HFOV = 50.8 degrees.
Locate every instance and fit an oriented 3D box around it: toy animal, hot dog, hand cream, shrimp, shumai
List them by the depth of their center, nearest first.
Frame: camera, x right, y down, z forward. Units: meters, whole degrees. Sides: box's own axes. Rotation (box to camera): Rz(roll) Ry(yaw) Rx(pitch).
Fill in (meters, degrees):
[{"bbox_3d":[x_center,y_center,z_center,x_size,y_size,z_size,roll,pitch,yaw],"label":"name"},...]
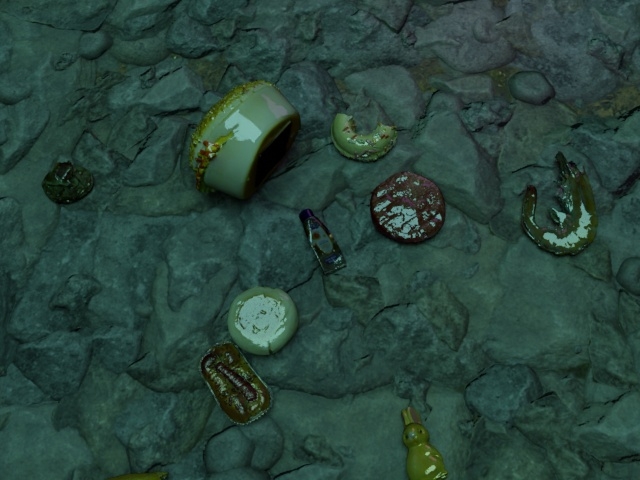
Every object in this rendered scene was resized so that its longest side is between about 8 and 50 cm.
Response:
[{"bbox_3d":[0.193,0.413,1.362,0.083,0.070,0.159,-18,62,-1],"label":"toy animal"},{"bbox_3d":[-0.184,0.304,1.439,0.108,0.059,0.191,-35,67,-15],"label":"hot dog"},{"bbox_3d":[0.541,-0.081,1.549,0.173,0.058,0.253,-13,68,8],"label":"shrimp"},{"bbox_3d":[0.000,0.000,1.562,0.062,0.039,0.163,-22,69,-22],"label":"hand cream"},{"bbox_3d":[-0.627,-0.150,1.644,0.124,0.087,0.099,-21,69,-3],"label":"shumai"}]

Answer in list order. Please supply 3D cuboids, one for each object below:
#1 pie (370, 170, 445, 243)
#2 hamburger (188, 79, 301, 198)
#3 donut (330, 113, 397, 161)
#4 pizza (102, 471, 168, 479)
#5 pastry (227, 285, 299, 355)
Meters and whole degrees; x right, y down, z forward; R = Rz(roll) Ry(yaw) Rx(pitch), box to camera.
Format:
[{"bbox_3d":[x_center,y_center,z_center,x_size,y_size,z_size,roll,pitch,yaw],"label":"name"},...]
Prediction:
[{"bbox_3d":[0.203,-0.075,1.571,0.183,0.049,0.182,-1,69,3],"label":"pie"},{"bbox_3d":[-0.181,-0.234,1.546,0.179,0.276,0.294,36,69,6],"label":"hamburger"},{"bbox_3d":[0.096,-0.251,1.642,0.166,0.065,0.108,21,71,12],"label":"donut"},{"bbox_3d":[-0.451,0.585,1.331,0.365,0.074,0.182,-28,59,-6],"label":"pizza"},{"bbox_3d":[-0.125,0.174,1.470,0.157,0.092,0.156,-3,68,7],"label":"pastry"}]
